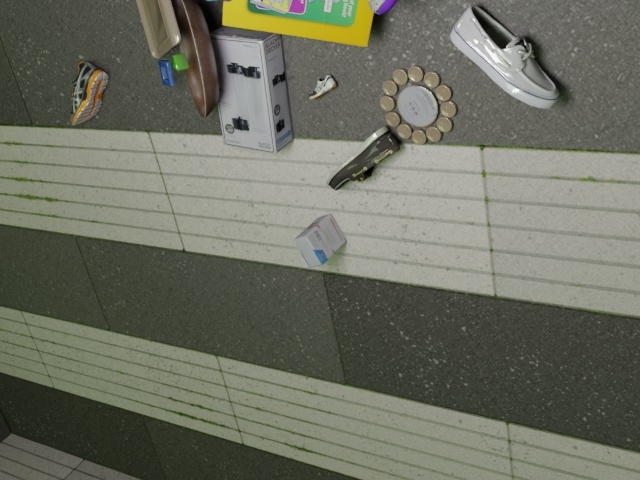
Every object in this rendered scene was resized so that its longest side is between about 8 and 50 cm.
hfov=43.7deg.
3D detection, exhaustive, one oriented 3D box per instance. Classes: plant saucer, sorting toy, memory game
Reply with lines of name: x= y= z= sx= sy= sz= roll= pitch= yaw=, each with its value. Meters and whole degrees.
plant saucer: x=-0.295 y=-0.449 z=1.910 sx=0.310 sy=0.050 sz=0.311 roll=166 pitch=90 yaw=-77
sorting toy: x=-0.391 y=-0.557 z=1.964 sx=0.196 sy=0.047 sz=0.348 roll=1 pitch=108 yaw=63
memory game: x=0.217 y=-0.301 z=1.780 sx=0.186 sy=0.012 sz=0.186 roll=18 pitch=128 yaw=25

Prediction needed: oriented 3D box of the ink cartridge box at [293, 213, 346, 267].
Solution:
ink cartridge box: x=0.000 y=0.000 z=2.063 sx=0.052 sy=0.122 sz=0.089 roll=-17 pitch=109 yaw=45

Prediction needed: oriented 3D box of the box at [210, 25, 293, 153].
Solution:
box: x=-0.169 y=-0.369 z=1.950 sx=0.169 sy=0.087 sz=0.290 roll=12 pitch=126 yaw=29

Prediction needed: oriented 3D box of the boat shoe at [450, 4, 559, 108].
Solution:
boat shoe: x=0.372 y=-0.362 z=1.572 sx=0.258 sy=0.095 sz=0.084 roll=38 pitch=138 yaw=6

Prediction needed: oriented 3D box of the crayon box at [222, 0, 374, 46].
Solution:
crayon box: x=-0.026 y=-0.594 z=1.597 sx=0.312 sy=0.106 sz=0.363 roll=7 pitch=129 yaw=-4

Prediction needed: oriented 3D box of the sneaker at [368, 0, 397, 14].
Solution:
sneaker: x=0.207 y=-0.547 z=1.521 sx=0.146 sy=0.102 sz=0.293 roll=16 pitch=123 yaw=-27

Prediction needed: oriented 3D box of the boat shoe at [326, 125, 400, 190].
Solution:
boat shoe: x=0.098 y=-0.179 z=1.898 sx=0.069 sy=0.081 sz=0.227 roll=49 pitch=132 yaw=2

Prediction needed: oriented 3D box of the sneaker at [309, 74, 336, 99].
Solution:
sneaker: x=0.002 y=-0.361 z=1.881 sx=0.083 sy=0.032 sz=0.037 roll=-26 pitch=89 yaw=38

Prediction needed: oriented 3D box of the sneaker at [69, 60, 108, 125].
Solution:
sneaker: x=-0.674 y=-0.419 z=2.281 sx=0.083 sy=0.084 sz=0.215 roll=42 pitch=125 yaw=7
